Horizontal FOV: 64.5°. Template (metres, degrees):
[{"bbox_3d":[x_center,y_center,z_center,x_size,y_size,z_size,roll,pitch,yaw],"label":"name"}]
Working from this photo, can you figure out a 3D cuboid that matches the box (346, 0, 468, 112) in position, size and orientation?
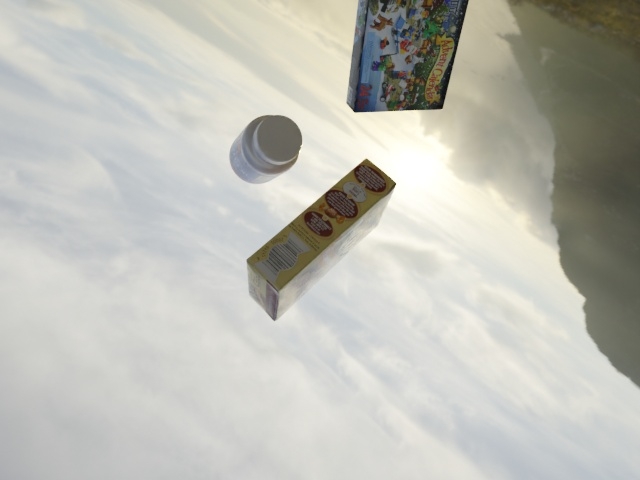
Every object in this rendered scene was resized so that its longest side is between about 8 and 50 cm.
[{"bbox_3d":[0.132,-0.313,0.765,0.159,0.233,0.044,-6,-142,-16],"label":"box"}]

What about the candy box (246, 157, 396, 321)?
[{"bbox_3d":[0.000,0.000,0.987,0.087,0.316,0.183,43,158,13],"label":"candy box"}]

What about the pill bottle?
[{"bbox_3d":[-0.113,-0.191,1.057,0.124,0.124,0.221,28,169,-16],"label":"pill bottle"}]
